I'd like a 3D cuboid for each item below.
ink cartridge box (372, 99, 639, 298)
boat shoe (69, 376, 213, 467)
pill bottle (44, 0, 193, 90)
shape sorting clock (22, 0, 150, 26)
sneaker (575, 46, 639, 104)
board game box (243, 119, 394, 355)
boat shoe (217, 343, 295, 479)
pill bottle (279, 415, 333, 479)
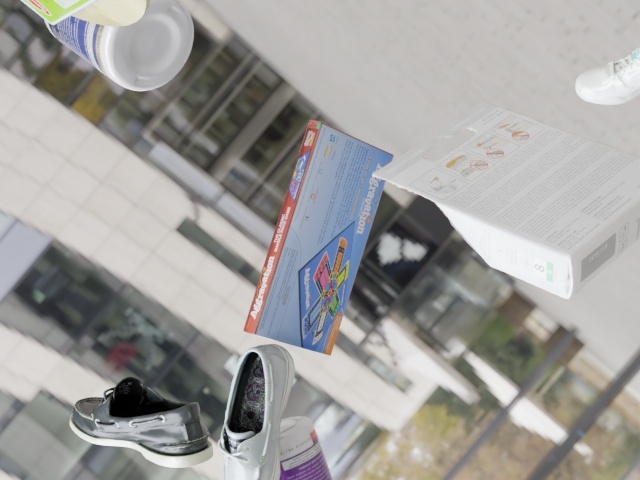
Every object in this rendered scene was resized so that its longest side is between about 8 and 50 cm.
[{"bbox_3d":[0.190,-0.045,1.205,0.224,0.181,0.056,24,133,37],"label":"ink cartridge box"},{"bbox_3d":[-0.310,0.287,2.160,0.127,0.113,0.340,-15,-164,-37],"label":"boat shoe"},{"bbox_3d":[-0.201,-0.212,1.200,0.169,0.094,0.094,36,179,40],"label":"pill bottle"},{"bbox_3d":[-0.200,-0.213,0.851,0.206,0.040,0.206,25,159,10],"label":"shape sorting clock"},{"bbox_3d":[0.497,-0.272,2.000,0.094,0.212,0.080,57,-147,-51],"label":"sneaker"},{"bbox_3d":[0.000,0.000,1.669,0.145,0.281,0.027,20,176,-43],"label":"board game box"},{"bbox_3d":[-0.093,0.238,1.593,0.079,0.227,0.081,10,177,30],"label":"boat shoe"},{"bbox_3d":[-0.032,0.341,1.710,0.108,0.108,0.193,-115,6,-85],"label":"pill bottle"}]
